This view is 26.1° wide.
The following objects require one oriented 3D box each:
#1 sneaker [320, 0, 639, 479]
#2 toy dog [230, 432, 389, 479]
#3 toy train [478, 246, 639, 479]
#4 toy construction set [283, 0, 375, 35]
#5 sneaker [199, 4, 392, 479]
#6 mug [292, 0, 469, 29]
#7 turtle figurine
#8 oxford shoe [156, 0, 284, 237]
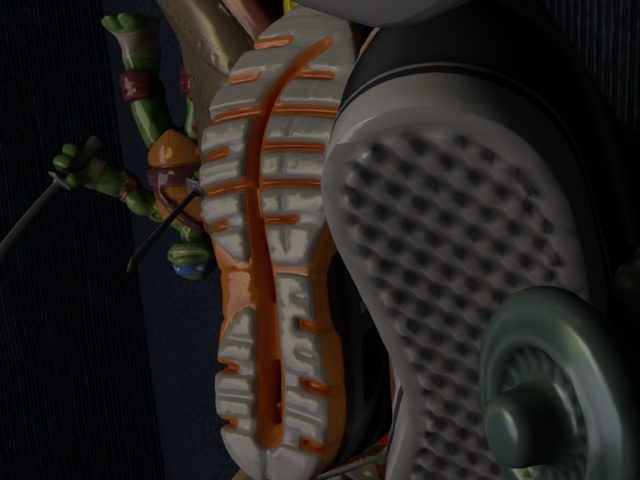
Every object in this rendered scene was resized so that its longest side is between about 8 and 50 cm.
[{"bbox_3d":[0.084,0.035,0.573,0.127,0.126,0.321,-73,-22,-45],"label":"sneaker"},{"bbox_3d":[0.005,0.191,0.870,0.220,0.161,0.334,26,149,18],"label":"toy dog"},{"bbox_3d":[0.118,0.144,0.432,0.190,0.142,0.334,58,147,41],"label":"toy train"},{"bbox_3d":[0.015,-0.255,0.620,0.215,0.151,0.328,179,70,-77],"label":"toy construction set"},{"bbox_3d":[0.000,0.000,0.624,0.084,0.083,0.215,6,93,38],"label":"sneaker"},{"bbox_3d":[-0.050,-0.220,0.410,0.328,0.276,0.374,48,139,-12],"label":"mug"},{"bbox_3d":[-0.169,-0.093,1.340,0.197,0.274,0.266,-3,88,62],"label":"turtle figurine"},{"bbox_3d":[-0.037,-0.063,0.738,0.348,0.130,0.123,54,-159,24],"label":"oxford shoe"}]
